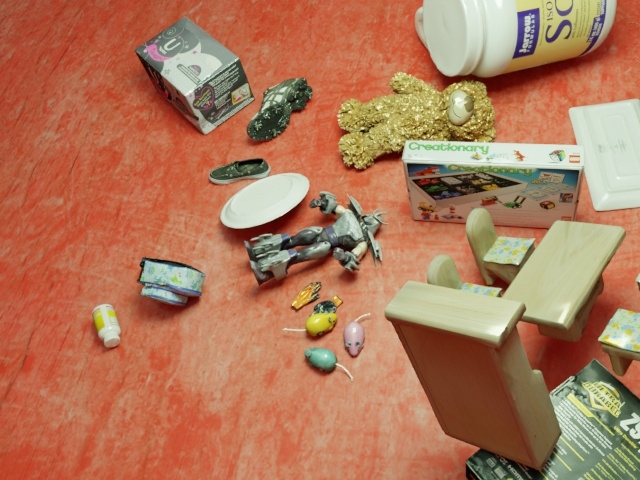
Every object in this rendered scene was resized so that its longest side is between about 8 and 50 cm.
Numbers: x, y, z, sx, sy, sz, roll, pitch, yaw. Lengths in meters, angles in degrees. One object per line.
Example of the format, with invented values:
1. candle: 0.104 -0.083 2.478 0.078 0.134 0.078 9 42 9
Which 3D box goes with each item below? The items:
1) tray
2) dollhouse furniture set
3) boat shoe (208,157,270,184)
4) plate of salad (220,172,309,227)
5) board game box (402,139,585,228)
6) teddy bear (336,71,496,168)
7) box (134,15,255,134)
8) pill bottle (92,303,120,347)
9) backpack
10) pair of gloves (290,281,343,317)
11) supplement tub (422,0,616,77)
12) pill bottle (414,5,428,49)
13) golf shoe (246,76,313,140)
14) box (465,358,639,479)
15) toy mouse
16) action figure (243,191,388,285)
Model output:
1. tray: 0.586 -0.179 1.322 0.145 0.030 0.270 -7 55 11
2. dollhouse furniture set: 0.304 0.076 0.977 0.362 0.256 0.394 10 46 45
3. boat shoe: -0.183 -0.159 1.496 0.142 0.040 0.049 -7 56 9
4. plate of salad: -0.114 -0.078 1.409 0.200 0.048 0.199 -17 32 11
5. board game box: 0.313 -0.100 1.237 0.306 0.193 0.053 5 59 17
6. teddy bear: 0.195 -0.254 1.423 0.338 0.113 0.245 8 61 19
7. box: -0.306 -0.401 1.629 0.163 0.142 0.247 -38 56 -13
8. pill bottle: -0.421 0.169 1.333 0.043 0.043 0.083 -27 54 -5
9. backpack: -0.289 0.084 1.325 0.115 0.105 0.084 7 81 18
10. pair of gloves: -0.007 0.118 1.284 0.074 0.010 0.083 -43 60 -17
11. supplement tub: 0.406 -0.476 1.404 0.332 0.241 0.241 -16 53 -12
12. pill bottle: 0.340 -0.533 1.567 0.221 0.121 0.121 -32 55 -8
13. golf shoe: -0.108 -0.305 1.566 0.198 0.077 0.094 -44 43 -21
14. box: 0.397 0.358 0.914 0.257 0.079 0.322 -33 54 -13
15. toy mouse: 0.027 0.185 1.210 0.161 0.031 0.143 -20 58 -5
16. action figure: 0.000 0.000 1.311 0.285 0.099 0.185 -20 48 -4
